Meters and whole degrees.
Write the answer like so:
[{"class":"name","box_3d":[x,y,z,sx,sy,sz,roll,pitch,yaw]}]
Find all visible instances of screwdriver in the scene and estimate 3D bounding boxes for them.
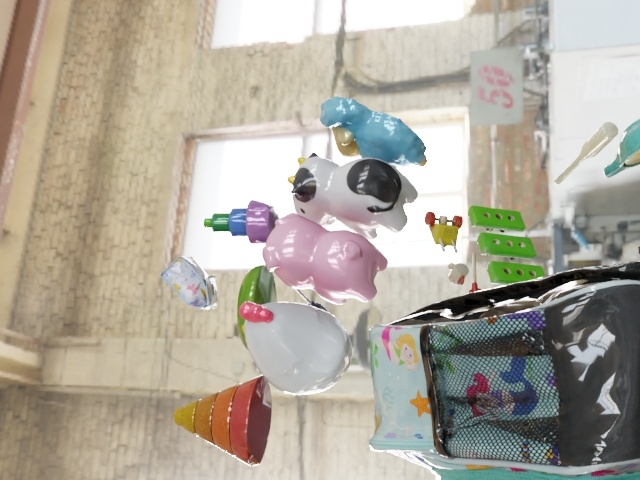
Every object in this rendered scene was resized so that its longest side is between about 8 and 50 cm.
[{"class":"screwdriver","box_3d":[-0.022,0.096,1.266,0.025,0.024,0.170,45,177,36]}]

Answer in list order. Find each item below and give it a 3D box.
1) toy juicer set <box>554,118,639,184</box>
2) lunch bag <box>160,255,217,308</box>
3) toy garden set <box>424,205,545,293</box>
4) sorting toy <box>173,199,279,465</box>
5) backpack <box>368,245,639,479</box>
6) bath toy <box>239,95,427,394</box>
[{"class":"toy juicer set","box_3d":[0.575,-0.178,1.321,0.209,0.329,0.089,58,-173,-73]},{"class":"lunch bag","box_3d":[-0.182,0.064,1.123,0.083,0.053,0.071,49,-178,5]},{"class":"toy garden set","box_3d":[0.301,0.042,1.413,0.049,0.203,0.244,115,154,-46]},{"class":"sorting toy","box_3d":[-0.133,0.120,1.074,0.127,0.126,0.366,50,-139,-72]},{"class":"backpack","box_3d":[0.157,0.112,0.525,0.225,0.253,0.191,5,-98,-33]},{"class":"bath toy","box_3d":[0.000,0.000,0.875,0.129,0.151,0.348,38,-122,-29]}]
